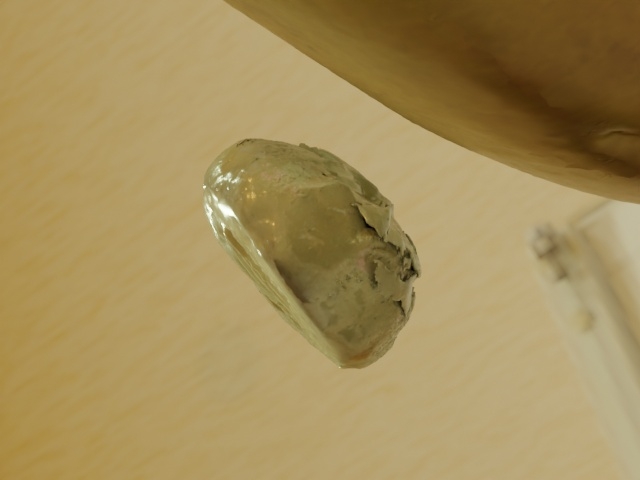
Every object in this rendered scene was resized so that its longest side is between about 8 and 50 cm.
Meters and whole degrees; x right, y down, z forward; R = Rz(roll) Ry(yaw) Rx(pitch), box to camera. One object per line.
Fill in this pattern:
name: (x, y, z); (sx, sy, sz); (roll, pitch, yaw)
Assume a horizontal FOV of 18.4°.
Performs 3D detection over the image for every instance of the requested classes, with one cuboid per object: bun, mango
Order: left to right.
bun: (0.000, 0.000, 1.779); (0.239, 0.141, 0.239); (46, 172, 8)
mango: (0.057, -0.165, 0.813); (0.446, 0.232, 0.300); (38, 176, -39)
